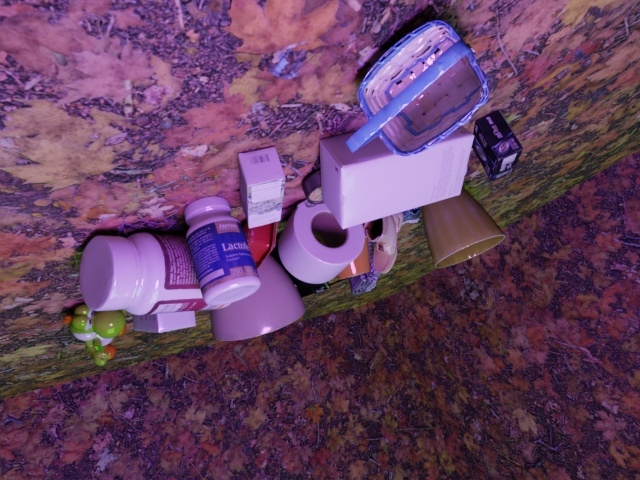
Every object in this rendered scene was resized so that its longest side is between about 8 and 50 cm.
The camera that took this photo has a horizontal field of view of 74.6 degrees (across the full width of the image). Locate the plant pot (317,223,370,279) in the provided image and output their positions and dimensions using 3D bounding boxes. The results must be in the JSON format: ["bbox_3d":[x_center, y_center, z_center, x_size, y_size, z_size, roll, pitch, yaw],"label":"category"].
[{"bbox_3d":[0.108,0.045,1.633,0.205,0.188,0.205,-16,175,-1],"label":"plant pot"}]

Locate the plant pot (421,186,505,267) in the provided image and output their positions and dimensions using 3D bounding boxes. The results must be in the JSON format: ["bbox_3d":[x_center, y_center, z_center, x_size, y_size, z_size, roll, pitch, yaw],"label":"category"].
[{"bbox_3d":[0.507,-0.084,1.610,0.274,0.293,0.275,-18,161,-7],"label":"plant pot"}]

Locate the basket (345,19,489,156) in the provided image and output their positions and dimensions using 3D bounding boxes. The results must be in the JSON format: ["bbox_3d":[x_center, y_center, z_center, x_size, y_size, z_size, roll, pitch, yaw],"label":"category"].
[{"bbox_3d":[0.184,-0.279,0.809,0.255,0.201,0.289,-35,-171,33],"label":"basket"}]

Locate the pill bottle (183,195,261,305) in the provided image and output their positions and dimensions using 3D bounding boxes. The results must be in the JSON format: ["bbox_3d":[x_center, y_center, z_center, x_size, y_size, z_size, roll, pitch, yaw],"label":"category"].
[{"bbox_3d":[-0.269,0.025,1.119,0.153,0.265,0.153,-20,162,-7],"label":"pill bottle"}]

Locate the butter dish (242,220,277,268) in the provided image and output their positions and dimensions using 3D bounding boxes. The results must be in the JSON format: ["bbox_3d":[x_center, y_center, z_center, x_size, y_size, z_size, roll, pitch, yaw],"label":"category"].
[{"bbox_3d":[-0.209,-0.015,1.305,0.118,0.160,0.160,14,147,-21],"label":"butter dish"}]

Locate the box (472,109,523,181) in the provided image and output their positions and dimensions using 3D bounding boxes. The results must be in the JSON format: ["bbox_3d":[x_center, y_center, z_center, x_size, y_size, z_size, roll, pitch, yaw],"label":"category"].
[{"bbox_3d":[0.544,-0.290,1.307,0.077,0.147,0.180,-24,162,9],"label":"box"}]

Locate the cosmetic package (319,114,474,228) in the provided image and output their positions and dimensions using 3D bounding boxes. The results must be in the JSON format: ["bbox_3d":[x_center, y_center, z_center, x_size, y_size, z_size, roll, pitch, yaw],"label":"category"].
[{"bbox_3d":[0.192,-0.188,1.103,0.365,0.155,0.197,-15,135,-15],"label":"cosmetic package"}]

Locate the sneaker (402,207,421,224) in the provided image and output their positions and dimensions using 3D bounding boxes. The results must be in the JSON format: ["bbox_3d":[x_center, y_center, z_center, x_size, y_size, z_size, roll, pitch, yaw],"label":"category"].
[{"bbox_3d":[0.355,-0.109,1.771,0.166,0.065,0.076,-15,145,-27],"label":"sneaker"}]

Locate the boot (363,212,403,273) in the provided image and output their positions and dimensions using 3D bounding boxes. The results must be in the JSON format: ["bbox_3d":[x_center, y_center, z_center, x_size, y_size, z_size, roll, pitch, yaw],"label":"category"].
[{"bbox_3d":[0.222,0.005,1.560,0.203,0.095,0.262,-7,114,-60],"label":"boot"}]

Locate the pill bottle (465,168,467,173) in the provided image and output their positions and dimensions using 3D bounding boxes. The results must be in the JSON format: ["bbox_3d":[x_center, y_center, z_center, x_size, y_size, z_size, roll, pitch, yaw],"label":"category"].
[{"bbox_3d":[0.367,-0.211,1.352,0.216,0.121,0.121,-24,165,-30],"label":"pill bottle"}]

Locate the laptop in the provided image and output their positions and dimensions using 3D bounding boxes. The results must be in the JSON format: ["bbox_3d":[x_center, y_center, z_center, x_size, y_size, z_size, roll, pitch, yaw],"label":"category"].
[{"bbox_3d":[-0.143,0.138,1.719,0.382,0.236,0.408,-22,119,20],"label":"laptop"}]

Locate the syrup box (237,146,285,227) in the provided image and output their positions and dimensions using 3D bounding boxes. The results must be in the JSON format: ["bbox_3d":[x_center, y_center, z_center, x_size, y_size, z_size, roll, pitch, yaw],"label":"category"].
[{"bbox_3d":[-0.153,-0.128,1.079,0.093,0.096,0.237,-14,161,-14],"label":"syrup box"}]

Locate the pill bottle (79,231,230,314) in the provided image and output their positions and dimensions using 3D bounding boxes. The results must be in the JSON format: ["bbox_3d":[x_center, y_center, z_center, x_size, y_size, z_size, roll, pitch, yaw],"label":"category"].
[{"bbox_3d":[-0.436,0.094,1.189,0.224,0.224,0.392,-33,157,30],"label":"pill bottle"}]

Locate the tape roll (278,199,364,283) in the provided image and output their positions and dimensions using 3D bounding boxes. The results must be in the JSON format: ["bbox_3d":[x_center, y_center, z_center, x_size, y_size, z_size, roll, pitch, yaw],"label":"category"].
[{"bbox_3d":[0.000,0.000,1.374,0.246,0.246,0.169,-11,158,-28],"label":"tape roll"}]

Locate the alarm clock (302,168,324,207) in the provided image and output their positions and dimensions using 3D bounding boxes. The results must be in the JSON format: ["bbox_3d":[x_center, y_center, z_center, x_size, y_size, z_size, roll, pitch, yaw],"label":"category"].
[{"bbox_3d":[0.004,-0.151,1.235,0.129,0.064,0.192,-9,155,-33],"label":"alarm clock"}]

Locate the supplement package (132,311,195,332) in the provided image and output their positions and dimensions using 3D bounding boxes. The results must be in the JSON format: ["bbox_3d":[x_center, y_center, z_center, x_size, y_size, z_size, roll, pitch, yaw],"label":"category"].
[{"bbox_3d":[-0.569,0.251,1.511,0.139,0.134,0.244,-4,175,-42],"label":"supplement package"}]

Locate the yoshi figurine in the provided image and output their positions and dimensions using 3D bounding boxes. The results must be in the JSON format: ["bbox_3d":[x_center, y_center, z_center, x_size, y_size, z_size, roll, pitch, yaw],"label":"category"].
[{"bbox_3d":[-0.798,0.336,1.563,0.203,0.203,0.362,-31,164,-25],"label":"yoshi figurine"}]

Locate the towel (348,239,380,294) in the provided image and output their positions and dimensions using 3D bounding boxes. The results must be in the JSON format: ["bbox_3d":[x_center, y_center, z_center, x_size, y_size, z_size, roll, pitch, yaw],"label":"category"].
[{"bbox_3d":[0.168,0.099,1.856,0.121,0.235,0.284,-13,160,-7],"label":"towel"}]

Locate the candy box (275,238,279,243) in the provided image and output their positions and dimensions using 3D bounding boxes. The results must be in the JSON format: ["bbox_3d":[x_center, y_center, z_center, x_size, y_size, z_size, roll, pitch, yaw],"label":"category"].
[{"bbox_3d":[-0.156,0.039,1.654,0.105,0.027,0.206,-23,162,-6],"label":"candy box"}]

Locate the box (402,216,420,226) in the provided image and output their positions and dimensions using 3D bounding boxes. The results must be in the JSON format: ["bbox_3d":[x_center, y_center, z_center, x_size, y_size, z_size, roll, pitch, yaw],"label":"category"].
[{"bbox_3d":[0.328,-0.064,1.901,0.201,0.021,0.164,-9,158,-34],"label":"box"}]

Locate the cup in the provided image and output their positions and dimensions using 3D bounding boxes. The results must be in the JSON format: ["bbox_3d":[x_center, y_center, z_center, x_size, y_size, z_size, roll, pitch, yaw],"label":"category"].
[{"bbox_3d":[-0.237,0.169,1.450,0.331,0.237,0.331,-13,-174,1],"label":"cup"}]
